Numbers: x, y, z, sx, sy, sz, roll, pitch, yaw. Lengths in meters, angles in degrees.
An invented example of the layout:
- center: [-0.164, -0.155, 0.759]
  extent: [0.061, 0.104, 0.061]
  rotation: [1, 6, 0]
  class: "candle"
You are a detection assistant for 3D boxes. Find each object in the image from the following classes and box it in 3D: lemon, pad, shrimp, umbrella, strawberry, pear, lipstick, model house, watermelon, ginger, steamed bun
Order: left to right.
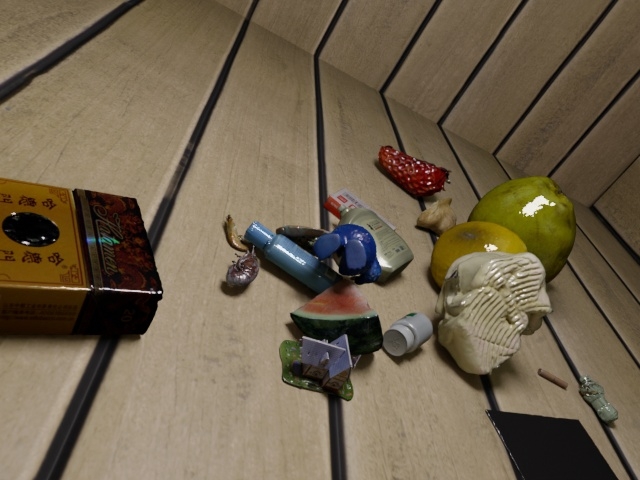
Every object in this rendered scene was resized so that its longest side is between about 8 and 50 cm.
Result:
- center: [-0.194, -0.017, 1.292]
  extent: [0.083, 0.023, 0.114]
  rotation: [10, 42, -41]
  class: "shrimp"
- center: [-0.167, 0.056, 1.170]
  extent: [0.065, 0.057, 0.165]
  rotation: [10, 21, -5]
  class: "shrimp"
- center: [0.000, 0.002, 1.370]
  extent: [0.251, 0.143, 0.052]
  rotation: [13, 77, -42]
  class: "shrimp"
- center: [0.012, 0.230, 1.049]
  extent: [0.167, 0.088, 0.117]
  rotation: [22, 31, -19]
  class: "model house"
- center: [0.037, 0.177, 1.162]
  extent: [0.207, 0.136, 0.202]
  rotation: [9, 15, 2]
  class: "watermelon"
- center: [0.370, -0.261, 2.112]
  extent: [0.280, 0.150, 0.253]
  rotation: [14, 13, -27]
  class: "strawberry"
- center: [0.420, -0.065, 1.905]
  extent: [0.193, 0.115, 0.123]
  rotation: [-18, 72, -41]
  class: "ginger"
- center: [0.466, 0.065, 1.572]
  extent: [0.260, 0.284, 0.261]
  rotation: [22, 57, -39]
  class: "lemon"
- center: [0.419, 0.166, 1.362]
  extent: [0.275, 0.320, 0.206]
  rotation: [49, -8, -14]
  class: "steamed bun"
- center: [0.651, -0.020, 1.768]
  extent: [0.351, 0.413, 0.352]
  rotation: [14, 43, -13]
  class: "pear"
- center: [0.667, 0.396, 1.524]
  extent: [0.094, 0.019, 0.019]
  rotation: [29, 29, -6]
  class: "lipstick"
- center: [0.574, 0.520, 1.257]
  extent: [0.367, 0.007, 0.248]
  rotation: [15, 33, -30]
  class: "pad"
- center: [0.796, 0.453, 1.526]
  extent: [0.067, 0.062, 0.143]
  rotation: [-13, 52, -12]
  class: "umbrella"

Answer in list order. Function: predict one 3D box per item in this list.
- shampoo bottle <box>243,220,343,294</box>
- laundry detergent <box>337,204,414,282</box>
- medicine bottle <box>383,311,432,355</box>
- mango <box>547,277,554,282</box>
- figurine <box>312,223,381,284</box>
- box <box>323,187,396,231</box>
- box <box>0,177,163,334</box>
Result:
- center: [-0.066, 0.044, 1.269]
  extent: [0.258, 0.061, 0.104]
  rotation: [35, 17, -3]
  class: "shampoo bottle"
- center: [0.137, -0.005, 1.512]
  extent: [0.253, 0.091, 0.181]
  rotation: [48, 41, 15]
  class: "laundry detergent"
- center: [0.206, 0.223, 1.263]
  extent: [0.080, 0.080, 0.130]
  rotation: [46, 31, 21]
  class: "medicine bottle"
- center: [0.783, 0.093, 1.993]
  extent: [0.236, 0.136, 0.166]
  rotation: [-1, 29, -39]
  class: "mango"
- center: [0.078, 0.028, 1.258]
  extent: [0.164, 0.121, 0.262]
  rotation: [31, -3, 5]
  class: "figurine"
- center: [0.128, -0.070, 1.665]
  extent: [0.229, 0.050, 0.123]
  rotation: [39, 31, 10]
  class: "box"
- center: [-0.483, 0.020, 0.848]
  extent: [0.415, 0.116, 0.264]
  rotation: [8, 36, -37]
  class: "box"
